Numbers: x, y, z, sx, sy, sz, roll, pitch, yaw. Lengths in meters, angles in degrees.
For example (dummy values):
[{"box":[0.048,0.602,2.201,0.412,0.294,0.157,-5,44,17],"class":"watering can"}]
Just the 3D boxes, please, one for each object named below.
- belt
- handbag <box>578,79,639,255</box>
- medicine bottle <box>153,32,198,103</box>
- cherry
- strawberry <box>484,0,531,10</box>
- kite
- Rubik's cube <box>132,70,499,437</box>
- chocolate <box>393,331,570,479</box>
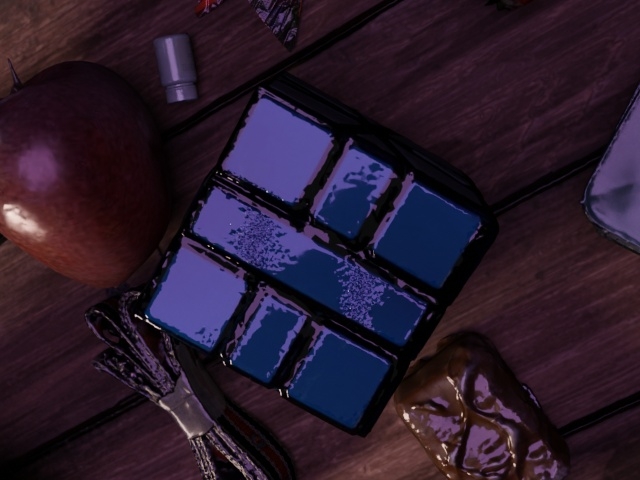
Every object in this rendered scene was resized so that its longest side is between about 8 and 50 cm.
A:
[{"box":[-0.160,0.209,1.289,0.126,0.094,0.359,-39,89,12],"class":"belt"},{"box":[0.464,-0.087,1.132,0.268,0.100,0.274,26,100,10],"class":"handbag"},{"box":[-0.181,-0.216,1.262,0.047,0.047,0.083,-8,96,12],"class":"medicine bottle"},{"box":[-0.291,-0.079,1.198,0.221,0.261,0.307,-17,111,13],"class":"cherry"},{"box":[0.211,-0.339,1.133,0.131,0.131,0.148,31,110,6],"class":"strawberry"},{"box":[-0.086,-0.342,1.247,0.189,0.009,0.232,-35,88,14],"class":"kite"},{"box":[0.000,0.000,1.115,0.288,0.293,0.283,28,104,-5],"class":"Rubik's cube"},{"box":[0.193,0.227,1.224,0.148,0.093,0.214,-40,88,12],"class":"chocolate"}]
